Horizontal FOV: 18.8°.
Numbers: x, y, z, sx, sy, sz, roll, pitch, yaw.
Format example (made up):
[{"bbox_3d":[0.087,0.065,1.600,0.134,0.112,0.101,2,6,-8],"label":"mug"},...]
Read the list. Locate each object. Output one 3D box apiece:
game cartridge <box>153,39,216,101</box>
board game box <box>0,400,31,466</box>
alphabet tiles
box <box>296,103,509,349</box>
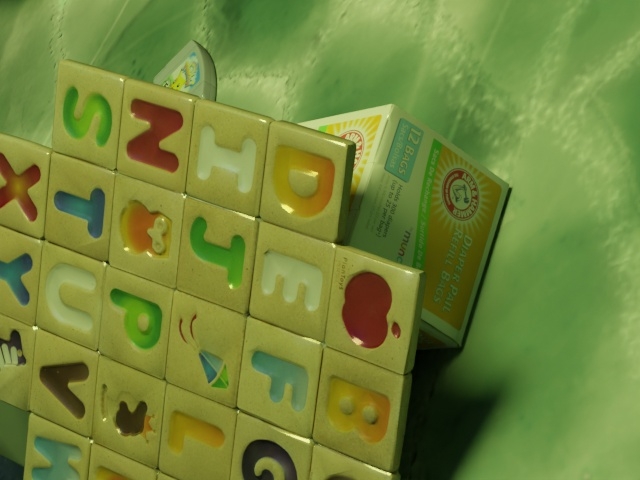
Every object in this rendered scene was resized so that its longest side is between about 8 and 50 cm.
[{"bbox_3d":[-0.105,-0.119,1.506,0.056,0.017,0.083,-40,36,20],"label":"game cartridge"},{"bbox_3d":[-0.269,0.008,1.346,0.097,0.303,0.224,-43,35,21],"label":"board game box"},{"bbox_3d":[-0.086,0.055,1.136,0.342,0.011,0.285,18,108,36],"label":"alphabet tiles"},{"bbox_3d":[0.000,0.000,1.180,0.203,0.103,0.114,-7,58,51],"label":"box"}]
